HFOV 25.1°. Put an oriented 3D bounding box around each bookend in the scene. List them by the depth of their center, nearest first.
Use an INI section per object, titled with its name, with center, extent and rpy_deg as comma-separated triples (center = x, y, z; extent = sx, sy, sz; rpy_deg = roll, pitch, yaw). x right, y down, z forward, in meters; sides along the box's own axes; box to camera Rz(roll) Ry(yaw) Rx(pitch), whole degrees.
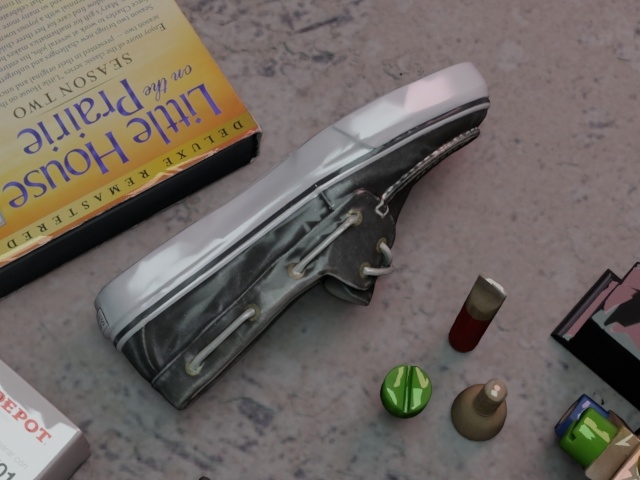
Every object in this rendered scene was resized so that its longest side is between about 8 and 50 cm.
[bookend]
center = 0.258, 0.071, 1.007
extent = 0.157, 0.156, 0.072
rpy_deg = 40, 73, 11

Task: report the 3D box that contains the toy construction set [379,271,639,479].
[toy construction set]
center = 0.157, 0.163, 0.924
extent = 0.257, 0.237, 0.309
rpy_deg = -22, 72, -11

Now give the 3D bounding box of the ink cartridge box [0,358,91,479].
[ink cartridge box]
center = -0.272, 0.164, 0.979
extent = 0.139, 0.082, 0.190
rpy_deg = 39, 74, 10

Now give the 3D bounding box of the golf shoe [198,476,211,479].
[golf shoe]
center = -0.148, 0.217, 0.983
extent = 0.186, 0.067, 0.086
rpy_deg = -11, 47, -9

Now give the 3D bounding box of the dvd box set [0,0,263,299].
[dvd box set]
center = -0.281, -0.169, 1.109
extent = 0.307, 0.062, 0.420
rpy_deg = -30, 74, -14

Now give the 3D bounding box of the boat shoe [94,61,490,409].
[boat shoe]
center = 0.000, 0.000, 1.050
extent = 0.335, 0.121, 0.119
rpy_deg = -36, 84, -4
